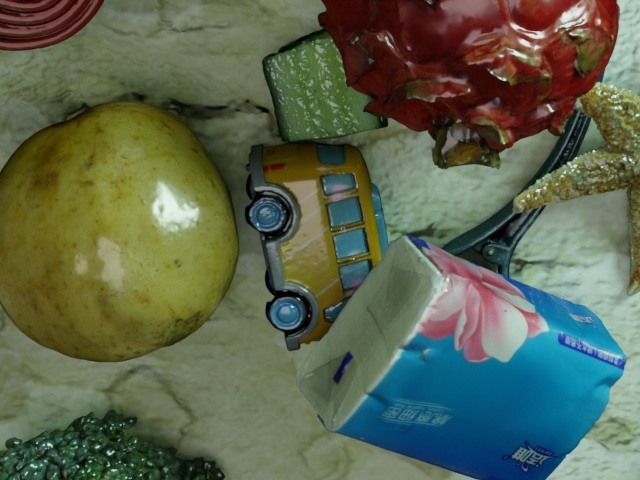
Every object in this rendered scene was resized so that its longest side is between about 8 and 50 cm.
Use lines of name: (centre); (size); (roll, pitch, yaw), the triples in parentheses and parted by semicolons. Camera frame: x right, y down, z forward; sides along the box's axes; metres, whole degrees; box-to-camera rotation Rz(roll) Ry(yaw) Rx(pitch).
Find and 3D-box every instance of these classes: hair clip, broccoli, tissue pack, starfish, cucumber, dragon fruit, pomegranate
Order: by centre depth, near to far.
dragon fruit: (0.131, -0.236, 1.541); (0.277, 0.277, 0.343); (-10, 84, 10)
starfish: (0.301, -0.075, 1.671); (0.231, 0.048, 0.295); (-1, 121, -20)
pomegranate: (-0.209, -0.004, 1.678); (0.260, 0.260, 0.261); (2, 109, 6)
tissue pack: (0.144, 0.133, 1.681); (0.269, 0.137, 0.209); (23, 114, -35)
cucumber: (0.010, -0.160, 1.692); (0.116, 0.062, 0.115); (-7, 107, 23)
hair clip: (0.227, -0.079, 1.708); (0.083, 0.048, 0.275); (31, 104, -2)
broccoli: (-0.259, 0.316, 1.838); (0.288, 0.248, 0.245); (24, 146, -12)

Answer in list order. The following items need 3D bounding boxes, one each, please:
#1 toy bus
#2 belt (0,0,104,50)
toy bus: (0.000, 0.000, 1.716); (0.136, 0.126, 0.210); (-10, 107, 1)
belt: (-0.335, -0.333, 1.620); (0.227, 0.115, 0.324); (-42, 107, 0)
